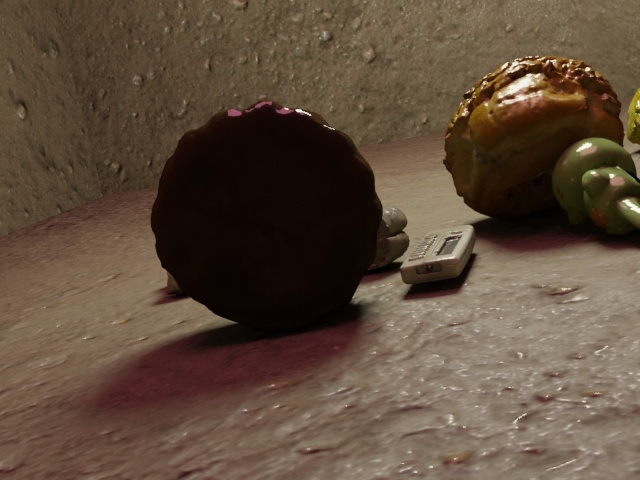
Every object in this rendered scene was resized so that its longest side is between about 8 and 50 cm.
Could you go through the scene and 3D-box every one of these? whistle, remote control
[{"bbox_3d":[0.436,-0.057,1.499,0.141,0.141,0.294,-11,35,5],"label":"whistle"},{"bbox_3d":[0.186,0.023,1.500,0.090,0.049,0.230,-8,10,18],"label":"remote control"}]

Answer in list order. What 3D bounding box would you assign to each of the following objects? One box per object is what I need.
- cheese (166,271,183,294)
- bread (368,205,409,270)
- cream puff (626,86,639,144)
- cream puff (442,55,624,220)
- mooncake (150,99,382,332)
[{"bbox_3d":[-0.181,0.034,1.827,0.248,0.071,0.163,-15,10,-21],"label":"cheese"},{"bbox_3d":[0.000,0.006,1.696,0.337,0.102,0.183,-10,6,24],"label":"bread"},{"bbox_3d":[0.792,-0.287,2.158,0.221,0.195,0.195,-18,11,-6],"label":"cream puff"},{"bbox_3d":[0.360,-0.193,1.726,0.327,0.231,0.343,-28,-30,23],"label":"cream puff"},{"bbox_3d":[-0.067,-0.037,1.404,0.323,0.324,0.187,-11,4,7],"label":"mooncake"}]
